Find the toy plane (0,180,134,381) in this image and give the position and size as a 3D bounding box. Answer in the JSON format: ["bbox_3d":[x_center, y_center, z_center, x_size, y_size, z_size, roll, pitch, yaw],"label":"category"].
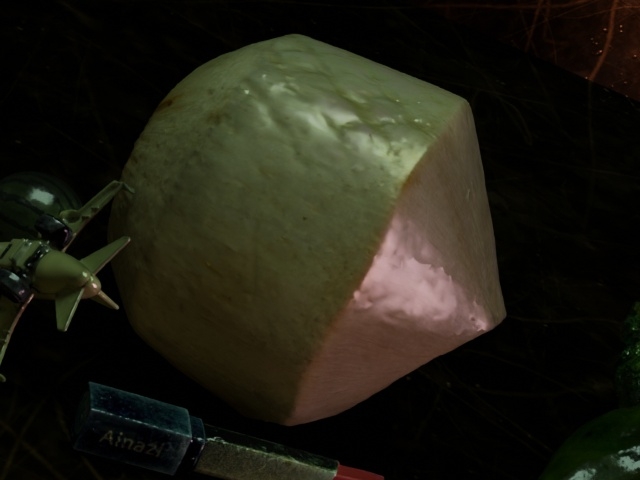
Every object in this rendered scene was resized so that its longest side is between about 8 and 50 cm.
[{"bbox_3d":[-0.279,0.029,1.847,0.244,0.229,0.092,11,-28,49],"label":"toy plane"}]

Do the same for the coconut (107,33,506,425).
[{"bbox_3d":[0.000,0.000,1.931,0.415,0.415,0.344,29,0,10],"label":"coconut"}]

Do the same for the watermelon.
[{"bbox_3d":[-0.314,-0.027,1.979,0.133,0.105,0.105,27,23,0],"label":"watermelon"}]

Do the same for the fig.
[{"bbox_3d":[0.301,0.259,1.872,0.245,0.195,0.195,12,26,-42],"label":"fig"}]

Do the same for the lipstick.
[{"bbox_3d":[-0.081,0.206,1.789,0.312,0.051,0.051,18,22,-19],"label":"lipstick"}]

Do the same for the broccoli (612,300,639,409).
[{"bbox_3d":[0.460,0.157,2.145,0.269,0.269,0.254,36,7,24],"label":"broccoli"}]
